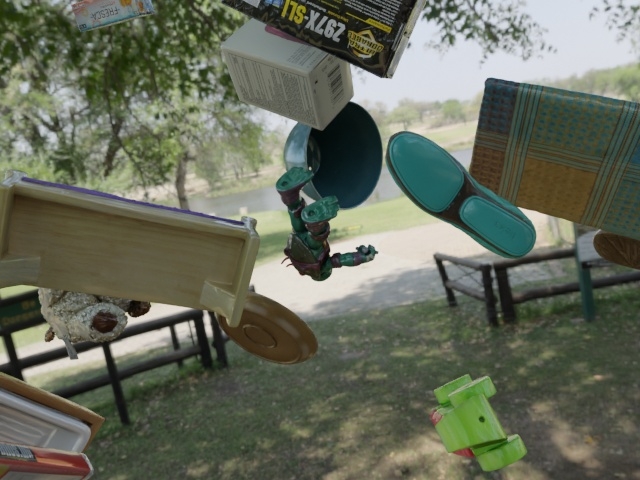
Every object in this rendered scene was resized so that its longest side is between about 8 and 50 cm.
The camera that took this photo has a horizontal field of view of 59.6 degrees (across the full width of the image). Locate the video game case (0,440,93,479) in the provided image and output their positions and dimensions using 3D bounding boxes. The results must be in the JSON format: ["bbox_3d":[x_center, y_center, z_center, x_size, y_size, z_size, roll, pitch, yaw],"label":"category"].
[{"bbox_3d":[-0.295,0.199,0.343,0.204,0.025,0.285,-40,-23,-11],"label":"video game case"}]

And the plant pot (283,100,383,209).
[{"bbox_3d":[0.008,-0.237,1.569,0.290,0.291,0.195,-18,17,-38],"label":"plant pot"}]

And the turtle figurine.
[{"bbox_3d":[0.000,0.000,0.878,0.175,0.234,0.118,29,67,28],"label":"turtle figurine"}]

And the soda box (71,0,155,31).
[{"bbox_3d":[-0.468,-0.522,1.259,0.183,0.063,0.058,-2,24,25],"label":"soda box"}]

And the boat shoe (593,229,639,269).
[{"bbox_3d":[0.734,0.018,1.107,0.341,0.122,0.110,25,56,39],"label":"boat shoe"}]

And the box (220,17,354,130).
[{"bbox_3d":[-0.064,-0.348,1.147,0.232,0.149,0.127,26,63,27],"label":"box"}]

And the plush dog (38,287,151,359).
[{"bbox_3d":[-0.551,0.145,1.366,0.211,0.262,0.225,-52,-10,35],"label":"plush dog"}]

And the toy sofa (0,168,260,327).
[{"bbox_3d":[-0.282,0.006,0.832,0.362,0.150,0.177,11,14,-18],"label":"toy sofa"}]

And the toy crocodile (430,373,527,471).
[{"bbox_3d":[0.214,0.274,0.837,0.105,0.115,0.340,-24,-14,-2],"label":"toy crocodile"}]

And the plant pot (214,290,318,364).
[{"bbox_3d":[-0.119,0.186,1.135,0.236,0.236,0.032,-4,43,37],"label":"plant pot"}]

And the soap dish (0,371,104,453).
[{"bbox_3d":[-0.547,0.372,0.941,0.228,0.291,0.118,35,-5,-26],"label":"soap dish"}]

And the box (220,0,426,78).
[{"bbox_3d":[0.023,-0.453,0.919,0.321,0.257,0.079,27,23,10],"label":"box"}]

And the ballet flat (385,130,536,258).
[{"bbox_3d":[0.186,-0.059,0.781,0.083,0.247,0.087,-53,2,4],"label":"ballet flat"}]

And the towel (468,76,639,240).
[{"bbox_3d":[0.435,-0.125,0.912,0.369,0.272,0.040,18,56,18],"label":"towel"}]
